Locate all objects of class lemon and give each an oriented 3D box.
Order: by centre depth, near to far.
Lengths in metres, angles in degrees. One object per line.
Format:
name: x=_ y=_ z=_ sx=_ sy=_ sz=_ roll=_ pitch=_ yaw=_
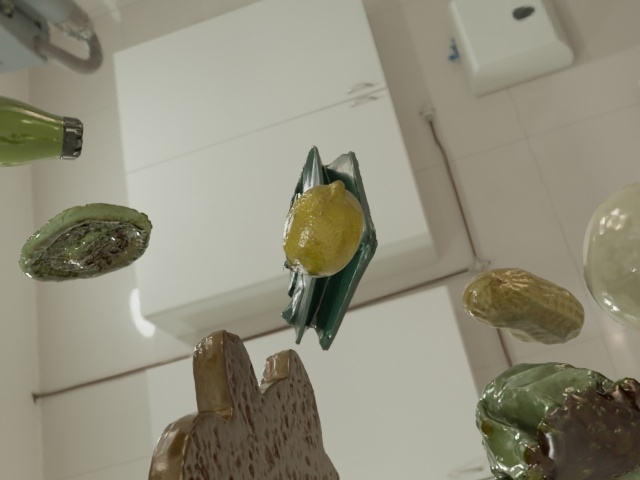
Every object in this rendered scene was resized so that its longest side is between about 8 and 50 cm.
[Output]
lemon: x=0.004 y=-0.013 z=0.749 sx=0.082 sy=0.082 sz=0.111 roll=-90 pitch=24 yaw=-62

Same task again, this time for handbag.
handbag: x=0.000 y=-0.001 z=1.219 sx=0.326 sy=0.089 sz=0.239 roll=-100 pitch=24 yaw=-58

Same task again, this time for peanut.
peanut: x=0.261 y=0.085 z=0.946 sx=0.093 sy=0.194 sz=0.083 roll=-28 pitch=50 yaw=56

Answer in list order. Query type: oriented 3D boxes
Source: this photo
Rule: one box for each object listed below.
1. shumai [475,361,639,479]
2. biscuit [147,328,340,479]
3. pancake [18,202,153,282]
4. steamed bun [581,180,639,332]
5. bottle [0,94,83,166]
shumai: x=0.215 y=0.198 z=0.607 sx=0.142 sy=0.184 sz=0.184 roll=-22 pitch=-85 yaw=-67
biscuit: x=-0.066 y=0.226 z=0.688 sx=0.432 sy=0.064 sz=0.283 roll=18 pitch=-126 yaw=-76
pancake: x=-0.182 y=0.004 z=0.568 sx=0.017 sy=0.108 sz=0.108 roll=65 pitch=-175 yaw=23
steamed bun: x=0.385 y=0.016 z=0.725 sx=0.131 sy=0.228 sz=0.177 roll=86 pitch=-161 yaw=-69
bottle: x=-0.503 y=-0.170 z=1.124 sx=0.112 sy=0.260 sz=0.112 roll=-6 pitch=83 yaw=59
